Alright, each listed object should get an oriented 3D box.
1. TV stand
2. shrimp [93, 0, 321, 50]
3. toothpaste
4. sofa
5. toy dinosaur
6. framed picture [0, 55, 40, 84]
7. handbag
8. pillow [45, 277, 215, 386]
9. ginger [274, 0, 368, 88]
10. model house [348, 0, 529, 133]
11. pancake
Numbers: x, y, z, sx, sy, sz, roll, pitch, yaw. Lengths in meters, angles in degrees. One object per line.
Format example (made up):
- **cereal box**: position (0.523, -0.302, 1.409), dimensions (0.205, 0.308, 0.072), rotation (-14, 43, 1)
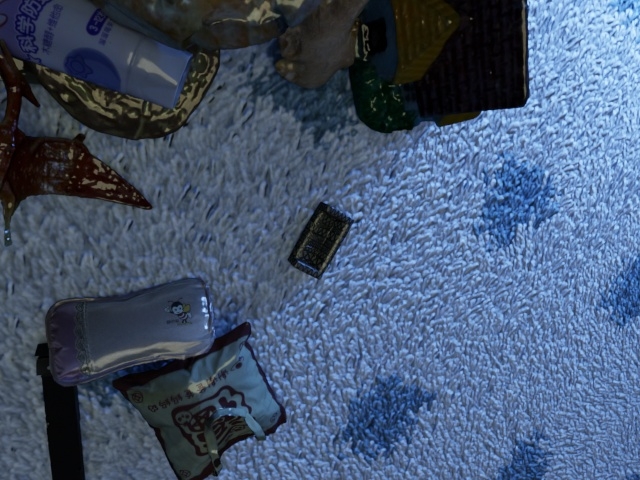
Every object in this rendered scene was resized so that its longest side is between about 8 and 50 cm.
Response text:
- **TV stand**: position (-0.389, 0.277, 0.742), dimensions (0.049, 0.040, 0.256), rotation (-3, 106, -22)
- **shrimp**: position (-0.157, -0.331, 0.513), dimensions (0.361, 0.085, 0.246), rotation (10, 100, 2)
- **toothpaste**: position (-0.336, -0.255, 0.553), dimensions (0.372, 0.080, 0.125), rotation (21, 99, -15)
- **sofa**: position (0.000, 0.000, 0.822), dimensions (0.060, 0.039, 0.117), rotation (29, 93, -26)
- **toy dinosaur**: position (-0.324, -0.090, 0.552), dimensions (0.327, 0.113, 0.206), rotation (73, 29, -55)
- **framed picture**: position (-0.334, -0.291, 0.612), dimensions (0.253, 0.014, 0.196), rotation (1, 105, -22)
- **handbag**: position (-0.172, 0.260, 0.779), dimensions (0.213, 0.127, 0.234), rotation (-27, 116, -15)
- **pillow**: position (-0.272, 0.127, 0.716), dimensions (0.233, 0.130, 0.038), rotation (-10, 152, -17)
- **ginger**: position (0.006, -0.292, 0.663), dimensions (0.138, 0.213, 0.074), rotation (-28, 81, -23)
- **model house**: position (0.187, -0.295, 0.696), dimensions (0.230, 0.249, 0.280), rotation (-18, 111, -16)
- **pancake**: position (-0.250, -0.259, 0.628), dimensions (0.250, 0.031, 0.249), rotation (-5, 106, -18)
